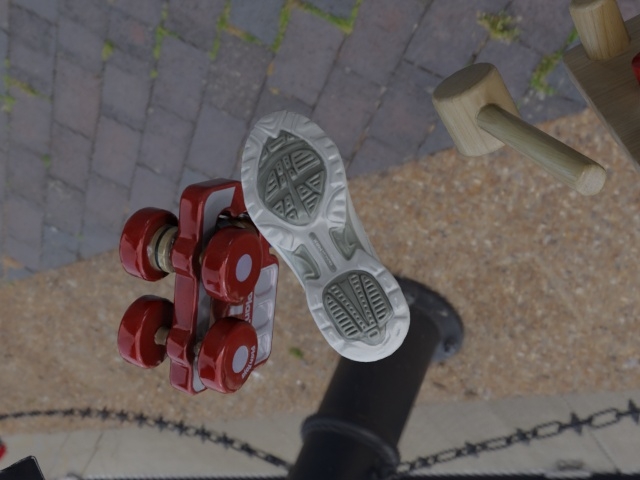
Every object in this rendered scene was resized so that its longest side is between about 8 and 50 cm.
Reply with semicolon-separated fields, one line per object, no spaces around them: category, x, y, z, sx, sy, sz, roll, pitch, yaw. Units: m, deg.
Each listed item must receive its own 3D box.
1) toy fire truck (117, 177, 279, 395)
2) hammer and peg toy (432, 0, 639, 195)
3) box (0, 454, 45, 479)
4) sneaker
toy fire truck;-0.137;0.060;1.272;0.169;0.254;0.302;12;106;25
hammer and peg toy;0.280;-0.112;0.668;0.361;0.266;0.127;-26;120;12
box;-0.464;0.442;1.069;0.179;0.313;0.343;59;147;17
sneaker;0.000;0.000;0.790;0.090;0.232;0.115;-23;169;1
